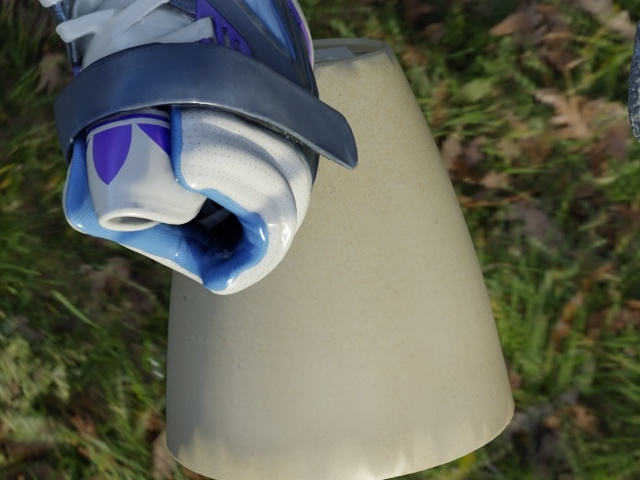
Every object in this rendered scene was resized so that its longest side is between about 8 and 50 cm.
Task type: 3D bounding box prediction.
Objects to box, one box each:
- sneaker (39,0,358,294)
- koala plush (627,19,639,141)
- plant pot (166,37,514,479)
[{"bbox_3d":[-0.098,-0.121,0.899,0.130,0.236,0.323,-19,127,19],"label":"sneaker"},{"bbox_3d":[0.296,-0.207,1.209,0.203,0.196,0.221,-15,99,15],"label":"koala plush"},{"bbox_3d":[0.000,0.000,1.223,0.256,0.256,0.274,-9,104,-13],"label":"plant pot"}]
